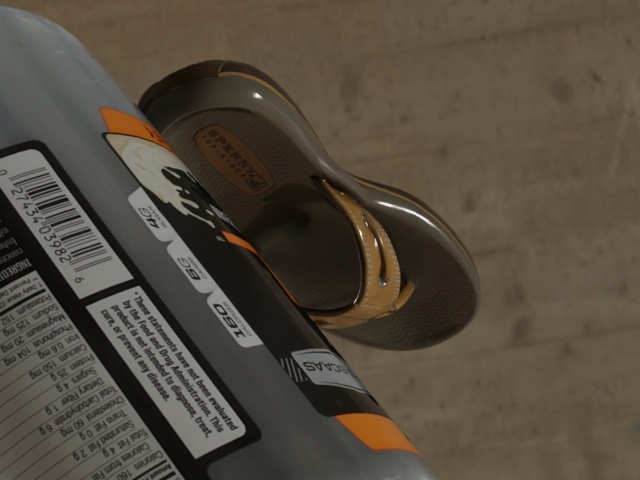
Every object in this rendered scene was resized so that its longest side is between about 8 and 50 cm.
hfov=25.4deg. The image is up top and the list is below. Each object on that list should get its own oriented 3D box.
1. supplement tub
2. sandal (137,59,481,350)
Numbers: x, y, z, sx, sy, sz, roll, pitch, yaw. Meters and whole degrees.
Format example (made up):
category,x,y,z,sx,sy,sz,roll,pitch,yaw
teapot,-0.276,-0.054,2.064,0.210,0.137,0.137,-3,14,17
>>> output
category,x,y,z,sx,sy,sz,roll,pitch,yaw
supplement tub,-0.085,0.080,0.506,0.193,0.316,0.193,-31,154,-17
sandal,0.000,0.000,0.655,0.090,0.060,0.219,-30,135,16
